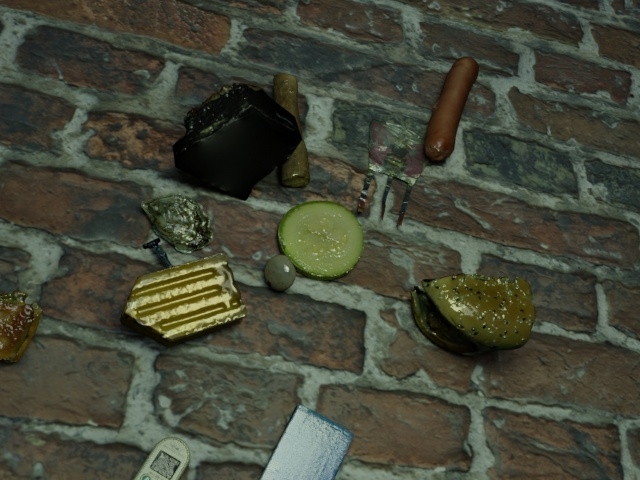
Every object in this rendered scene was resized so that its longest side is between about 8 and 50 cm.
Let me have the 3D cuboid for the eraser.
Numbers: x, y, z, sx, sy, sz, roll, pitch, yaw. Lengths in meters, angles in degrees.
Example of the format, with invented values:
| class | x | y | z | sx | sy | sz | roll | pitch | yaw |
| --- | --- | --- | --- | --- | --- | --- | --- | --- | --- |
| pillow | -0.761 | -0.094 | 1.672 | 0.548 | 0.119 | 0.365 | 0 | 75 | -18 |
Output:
| class | x | y | z | sx | sy | sz | roll | pitch | yaw |
| --- | --- | --- | --- | --- | --- | --- | --- | --- | --- |
| eraser | -0.056 | 0.500 | 1.428 | 0.144 | 0.043 | 0.312 | 28 | 57 | 3 |

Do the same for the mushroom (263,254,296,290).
| class | x | y | z | sx | sy | sz | roll | pitch | yaw |
| --- | --- | --- | --- | --- | --- | --- | --- | --- | --- |
| mushroom | -0.089 | 0.077 | 1.660 | 0.079 | 0.085 | 0.085 | 14 | 43 | -60 |

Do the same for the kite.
| class | x | y | z | sx | sy | sz | roll | pitch | yaw |
| --- | --- | --- | --- | --- | --- | --- | --- | --- | --- |
| kite | 0.194 | -0.190 | 1.917 | 0.204 | 0.022 | 0.361 | 23 | 53 | -1 |

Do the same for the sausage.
| class | x | y | z | sx | sy | sz | roll | pitch | yaw |
| --- | --- | --- | --- | --- | --- | --- | --- | --- | --- |
| sausage | 0.379 | -0.386 | 2.040 | 0.094 | 0.094 | 0.419 | 13 | 55 | 15 |

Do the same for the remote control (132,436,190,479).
| class | x | y | z | sx | sy | sz | roll | pitch | yaw |
| --- | --- | --- | --- | --- | --- | --- | --- | --- | --- |
| remote control | -0.331 | 0.486 | 1.363 | 0.078 | 0.042 | 0.221 | 29 | 56 | 4 |

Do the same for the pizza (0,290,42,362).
| class | x | y | z | sx | sy | sz | roll | pitch | yaw |
| --- | --- | --- | --- | --- | --- | --- | --- | --- | --- |
| pizza | -0.693 | 0.173 | 1.440 | 0.226 | 0.069 | 0.147 | 5 | 81 | -9 |

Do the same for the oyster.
| class | x | y | z | sx | sy | sz | roll | pitch | yaw |
| --- | --- | --- | --- | --- | --- | --- | --- | --- | --- |
| oyster | -0.337 | -0.048 | 1.669 | 0.125 | 0.064 | 0.177 | -37 | 85 | -15 |

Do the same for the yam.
| class | x | y | z | sx | sy | sz | roll | pitch | yaw |
| --- | --- | --- | --- | --- | --- | --- | --- | --- | --- |
| yam | -0.080 | -0.300 | 1.874 | 0.081 | 0.081 | 0.357 | 1 | 62 | -14 |

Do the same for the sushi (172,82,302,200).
| class | x | y | z | sx | sy | sz | roll | pitch | yaw |
| --- | --- | --- | --- | --- | --- | --- | --- | --- | --- |
| sushi | -0.213 | -0.270 | 1.723 | 0.215 | 0.227 | 0.213 | 25 | 33 | -37 |

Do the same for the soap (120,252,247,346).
| class | x | y | z | sx | sy | sz | roll | pitch | yaw |
| --- | --- | --- | --- | --- | --- | --- | --- | --- | --- |
| soap | -0.309 | 0.139 | 1.541 | 0.257 | 0.080 | 0.160 | -16 | 74 | -23 |

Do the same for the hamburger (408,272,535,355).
| class | x | y | z | sx | sy | sz | roll | pitch | yaw |
| --- | --- | --- | --- | --- | --- | --- | --- | --- | --- |
| hamburger | 0.366 | 0.179 | 1.657 | 0.287 | 0.168 | 0.193 | 4 | 58 | -14 |

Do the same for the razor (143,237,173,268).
| class | x | y | z | sx | sy | sz | roll | pitch | yaw |
| --- | --- | --- | --- | --- | --- | --- | --- | --- | --- |
| razor | -0.354 | 0.057 | 1.617 | 0.044 | 0.028 | 0.155 | -27 | 70 | -27 |

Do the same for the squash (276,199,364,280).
| class | x | y | z | sx | sy | sz | roll | pitch | yaw |
| --- | --- | --- | --- | --- | --- | --- | --- | --- | --- |
| squash | 0.001 | -0.003 | 1.741 | 0.219 | 0.041 | 0.219 | 7 | 59 | -11 |
